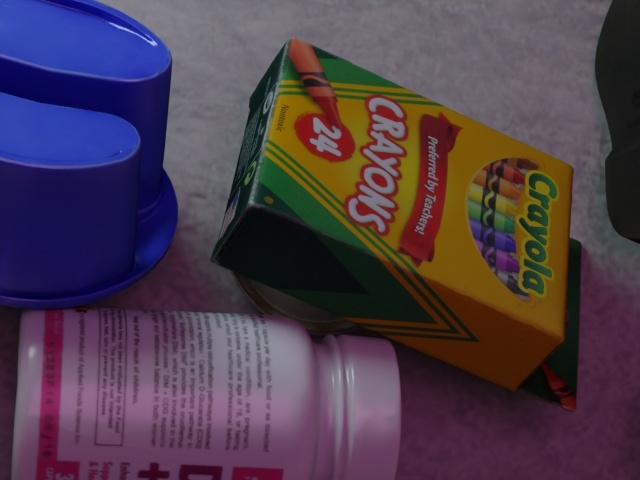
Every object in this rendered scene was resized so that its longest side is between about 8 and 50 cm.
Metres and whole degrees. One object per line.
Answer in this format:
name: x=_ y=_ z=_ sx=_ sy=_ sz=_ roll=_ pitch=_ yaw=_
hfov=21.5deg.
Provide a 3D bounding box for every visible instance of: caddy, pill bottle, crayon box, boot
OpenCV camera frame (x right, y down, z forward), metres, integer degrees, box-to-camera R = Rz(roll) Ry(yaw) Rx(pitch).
caddy: x=-0.271 y=-0.073 z=1.291 sx=0.341 sy=0.179 sz=0.241 roll=16 pitch=41 yaw=-2
pill bottle: x=-0.090 y=0.134 z=1.286 sx=0.283 sy=0.160 sz=0.160 roll=3 pitch=74 yaw=-10
crayon box: x=0.087 y=-0.013 z=1.343 sx=0.319 sy=0.081 sz=0.202 roll=23 pitch=44 yaw=-14
boot: x=0.318 y=-0.125 z=1.487 sx=0.115 sy=0.112 sz=0.305 roll=22 pitch=64 yaw=-36

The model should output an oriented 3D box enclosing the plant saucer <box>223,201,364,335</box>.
plant saucer: x=0.000 y=0.000 z=1.411 sx=0.169 sy=0.029 sz=0.168 roll=3 pitch=74 yaw=-11
